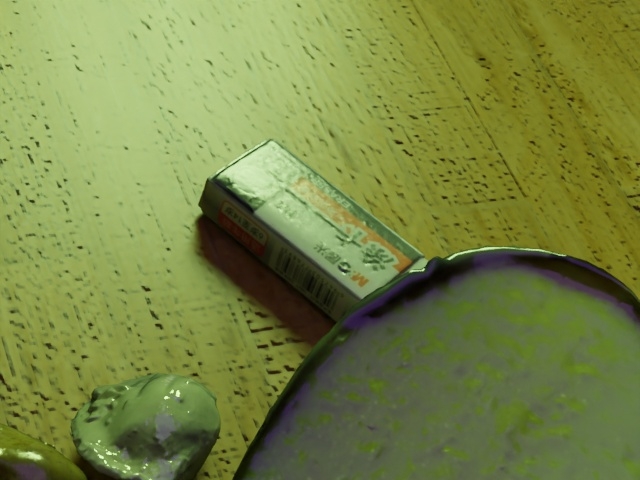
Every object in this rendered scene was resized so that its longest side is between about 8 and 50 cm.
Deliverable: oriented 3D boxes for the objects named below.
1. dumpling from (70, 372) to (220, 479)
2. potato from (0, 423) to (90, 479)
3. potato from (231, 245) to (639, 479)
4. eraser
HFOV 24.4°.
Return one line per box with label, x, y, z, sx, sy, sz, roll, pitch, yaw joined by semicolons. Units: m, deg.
dumpling;-0.074;0.077;0.635;0.057;0.052;0.076;28;56;-7
potato;-0.138;0.096;0.604;0.092;0.045;0.046;23;45;7
potato;0.045;0.131;0.587;0.160;0.111;0.271;22;60;12
eraser;0.000;0.000;0.746;0.122;0.029;0.052;38;49;16
